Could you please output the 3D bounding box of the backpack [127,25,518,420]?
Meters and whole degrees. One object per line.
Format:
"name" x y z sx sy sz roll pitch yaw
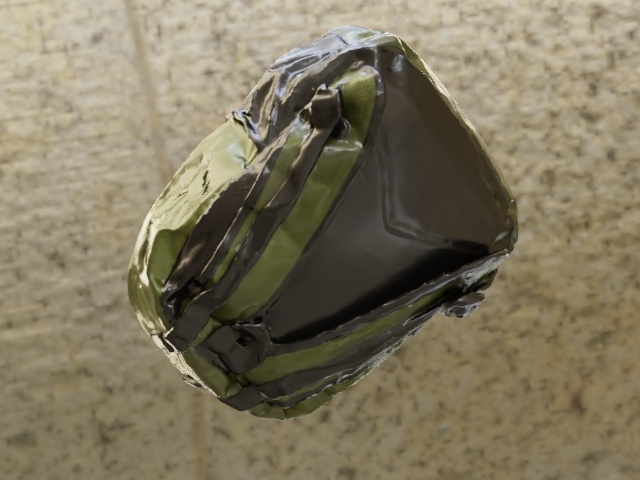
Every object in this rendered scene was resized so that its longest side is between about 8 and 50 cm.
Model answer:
"backpack" 0.000 0.000 0.843 0.207 0.253 0.140 49 -6 -27
